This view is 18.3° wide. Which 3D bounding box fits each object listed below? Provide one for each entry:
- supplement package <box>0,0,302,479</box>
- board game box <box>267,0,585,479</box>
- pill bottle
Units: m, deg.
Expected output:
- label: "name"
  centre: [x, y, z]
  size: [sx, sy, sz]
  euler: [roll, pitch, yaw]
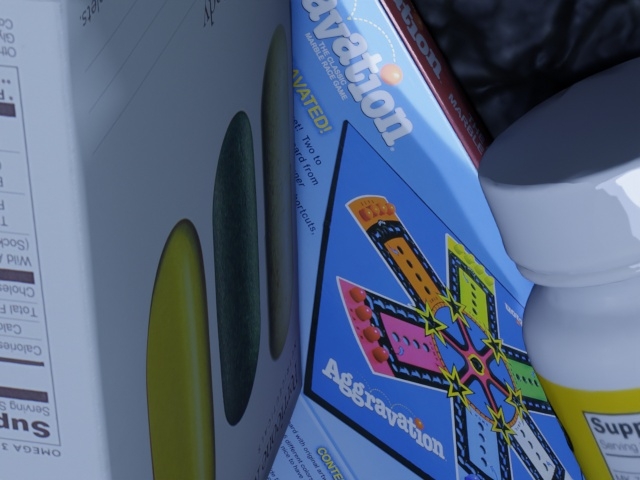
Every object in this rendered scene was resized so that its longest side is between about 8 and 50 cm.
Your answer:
- label: "supplement package"
  centre: [-0.123, -0.012, 0.589]
  size: [0.198, 0.199, 0.263]
  euler: [7, 126, 11]
- label: "board game box"
  centre: [0.000, 0.000, 0.708]
  size: [0.145, 0.027, 0.281]
  euler: [-23, 107, 27]
- label: "pill bottle"
  centre: [0.136, 0.049, 0.638]
  size: [0.119, 0.119, 0.208]
  euler: [-18, 109, 24]
